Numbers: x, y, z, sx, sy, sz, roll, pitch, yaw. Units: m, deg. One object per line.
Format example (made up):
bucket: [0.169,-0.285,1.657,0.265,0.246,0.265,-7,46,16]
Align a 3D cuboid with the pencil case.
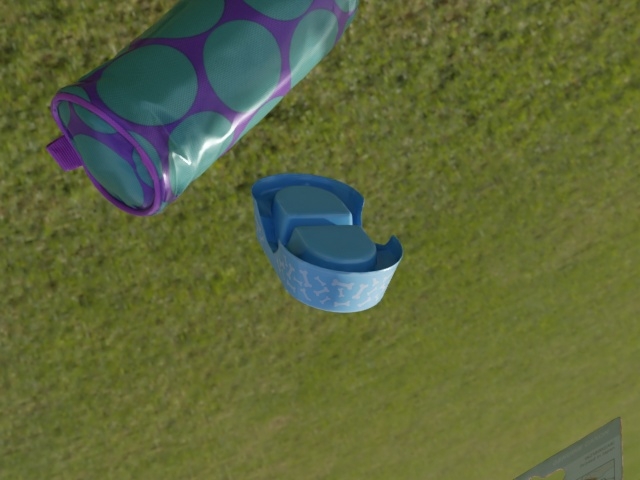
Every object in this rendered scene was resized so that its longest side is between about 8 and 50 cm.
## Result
pencil case: [-0.047,-0.081,0.414,0.152,0.070,0.064,-49,133,-28]

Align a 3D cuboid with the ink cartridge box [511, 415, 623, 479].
ink cartridge box: [0.158,0.257,0.654,0.189,0.066,0.232,-43,-172,34]

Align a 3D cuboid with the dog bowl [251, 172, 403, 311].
dog bowl: [0.000,0.000,1.299,0.165,0.297,0.074,-2,118,-21]
